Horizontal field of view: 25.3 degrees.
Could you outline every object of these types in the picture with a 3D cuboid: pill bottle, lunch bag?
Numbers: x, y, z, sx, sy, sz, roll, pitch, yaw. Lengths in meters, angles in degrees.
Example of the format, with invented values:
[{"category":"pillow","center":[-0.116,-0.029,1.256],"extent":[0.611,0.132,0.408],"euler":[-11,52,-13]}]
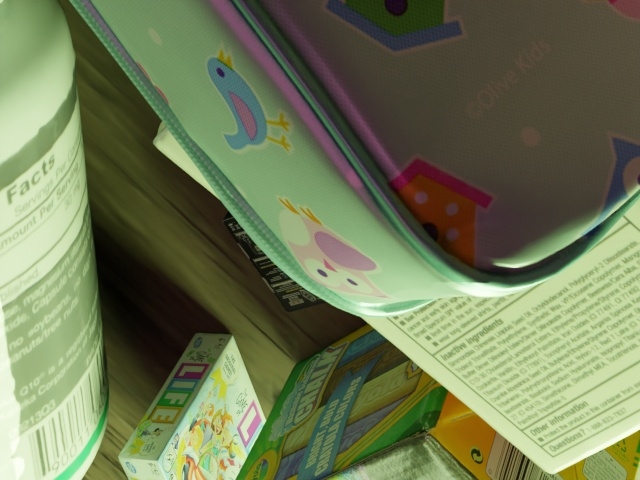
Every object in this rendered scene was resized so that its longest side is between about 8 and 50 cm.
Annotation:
[{"category":"pill bottle","center":[-0.217,-0.027,0.695],"extent":[0.204,0.204,0.361],"euler":[14,132,14]},{"category":"lunch bag","center":[0.053,-0.132,0.428],"extent":[0.224,0.279,0.108],"euler":[50,156,-7]}]

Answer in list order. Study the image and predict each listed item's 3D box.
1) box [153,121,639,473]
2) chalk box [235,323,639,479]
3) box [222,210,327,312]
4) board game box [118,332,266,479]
[{"category":"box","center":[0.076,-0.038,0.597],"extent":[0.232,0.127,0.149],"euler":[41,134,-11]},{"category":"chalk box","center":[0.044,0.129,0.755],"extent":[0.132,0.132,0.213],"euler":[44,134,-16]},{"category":"box","center":[0.000,0.000,0.742],"extent":[0.083,0.018,0.067],"euler":[-17,119,36]},{"category":"board game box","center":[-0.060,0.146,0.836],"extent":[0.026,0.103,0.154],"euler":[0,128,26]}]
